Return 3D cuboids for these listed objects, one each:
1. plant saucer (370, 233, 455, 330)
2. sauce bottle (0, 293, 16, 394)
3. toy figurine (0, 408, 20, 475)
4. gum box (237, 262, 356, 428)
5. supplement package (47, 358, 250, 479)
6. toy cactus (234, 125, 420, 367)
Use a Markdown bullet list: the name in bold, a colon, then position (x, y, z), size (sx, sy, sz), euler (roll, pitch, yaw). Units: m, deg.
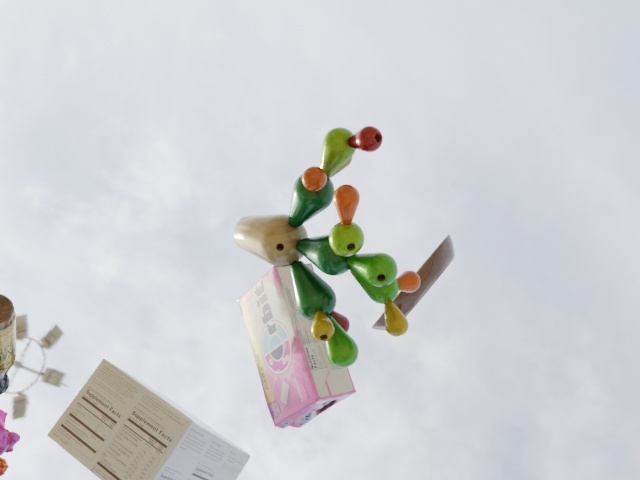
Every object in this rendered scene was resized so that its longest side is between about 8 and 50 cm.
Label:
- **plant saucer**: position (0.132, 0.064, 0.927), size (0.029, 0.168, 0.168), euler (39, -101, 9)
- **sauce bottle**: position (-0.315, 0.104, 0.654), size (0.042, 0.128, 0.042), euler (11, -135, -11)
- **toy figurine**: position (-0.458, 0.289, 0.885), size (0.159, 0.173, 0.130), euler (-50, -133, 3)
- **gum box**: position (-0.033, 0.137, 0.869), size (0.062, 0.107, 0.189), euler (-2, -118, -38)
- **supplement package**: position (-0.272, 0.340, 1.124), size (0.204, 0.262, 0.145), euler (26, -109, 27)
- **toy cactus**: position (0.000, 0.000, 0.620), size (0.180, 0.219, 0.112), euler (13, -149, 39)
